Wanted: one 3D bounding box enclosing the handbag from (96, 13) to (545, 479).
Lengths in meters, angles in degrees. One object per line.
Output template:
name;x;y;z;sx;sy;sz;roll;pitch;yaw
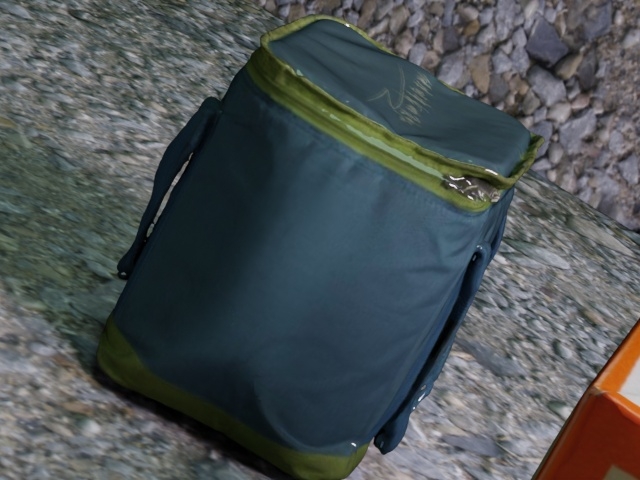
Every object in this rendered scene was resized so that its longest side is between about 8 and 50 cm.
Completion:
handbag;0.000;0.000;1.184;0.222;0.241;0.263;30;14;6

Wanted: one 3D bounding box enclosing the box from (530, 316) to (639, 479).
box;0.230;0.222;0.805;0.348;0.257;0.318;30;17;10
